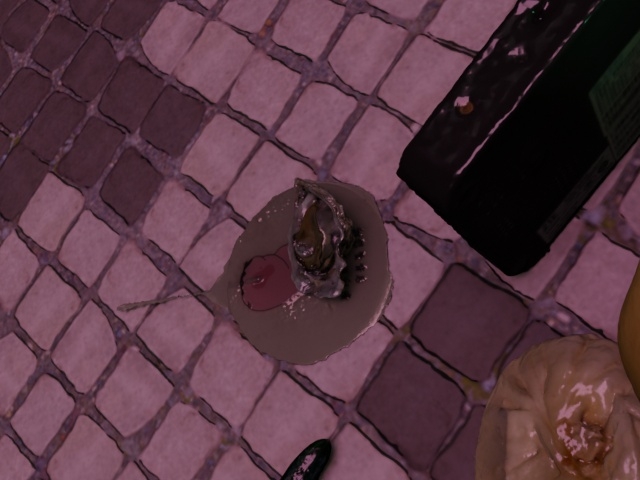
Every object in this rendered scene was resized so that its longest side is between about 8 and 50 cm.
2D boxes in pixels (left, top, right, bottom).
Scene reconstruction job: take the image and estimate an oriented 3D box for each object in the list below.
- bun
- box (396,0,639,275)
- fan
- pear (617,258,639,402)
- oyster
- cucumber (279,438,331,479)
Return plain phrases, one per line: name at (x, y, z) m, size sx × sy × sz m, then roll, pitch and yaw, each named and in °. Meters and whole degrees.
bun at (0.183, 0.156, 0.530) m, size 0.164 × 0.111 × 0.188 m, roll 5°, pitch 79°, yaw 33°
box at (0.208, -0.141, 0.561) m, size 0.058 × 0.211 × 0.350 m, roll 41°, pitch 96°, yaw 30°
fan at (-0.077, 0.041, 0.768) m, size 0.310 × 0.010 × 0.182 m, roll -14°, pitch 67°, yaw 23°
pear at (0.303, 0.040, 0.396) m, size 0.309 × 0.309 × 0.309 m, roll -9°, pitch 69°, yaw 25°
oyster at (-0.001, 0.000, 0.728) m, size 0.098 × 0.037 × 0.100 m, roll 21°, pitch 102°, yaw 48°
cucumber at (-0.030, 0.223, 0.668) m, size 0.032 × 0.032 × 0.133 m, roll 29°, pitch 89°, yaw 33°
